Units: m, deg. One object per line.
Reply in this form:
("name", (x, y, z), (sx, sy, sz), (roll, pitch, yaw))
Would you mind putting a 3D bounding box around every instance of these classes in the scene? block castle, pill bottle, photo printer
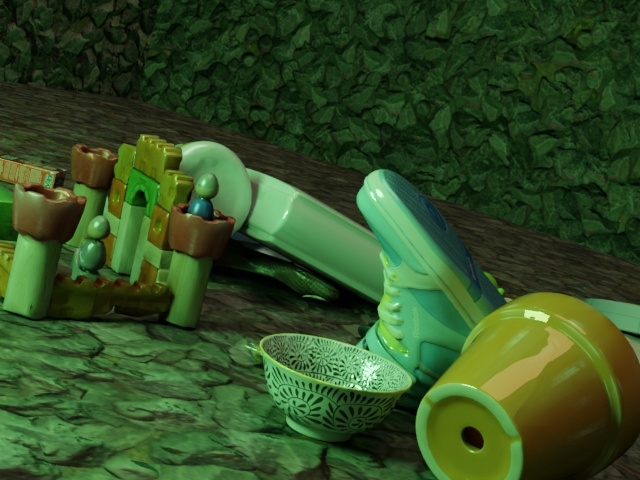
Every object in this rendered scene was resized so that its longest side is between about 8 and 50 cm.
("block castle", (-0.338, -0.053, 1.541), (0.303, 0.212, 0.453), (8, 12, -35))
("pill bottle", (-0.246, -0.073, 1.812), (0.162, 0.162, 0.278), (7, -4, -37))
("photo printer", (0.000, 0.000, 1.855), (0.307, 0.107, 0.256), (30, -2, -31))

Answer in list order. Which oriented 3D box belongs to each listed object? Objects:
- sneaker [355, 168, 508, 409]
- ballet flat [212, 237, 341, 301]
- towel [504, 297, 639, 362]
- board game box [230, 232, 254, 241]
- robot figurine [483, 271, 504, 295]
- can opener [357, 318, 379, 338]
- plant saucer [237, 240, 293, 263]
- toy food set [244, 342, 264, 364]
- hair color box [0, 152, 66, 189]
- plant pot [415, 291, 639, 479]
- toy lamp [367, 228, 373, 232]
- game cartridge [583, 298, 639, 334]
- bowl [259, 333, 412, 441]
("sneaker", (0.092, 0.082, 1.332), (0.319, 0.208, 0.127), (52, 19, -20))
("ballet flat", (-0.085, 0.052, 1.810), (0.250, 0.058, 0.084), (23, -6, 13))
("towel", (0.435, 0.182, 1.817), (0.332, 0.053, 0.317), (16, 9, 2))
("board game box", (-0.195, -0.034, 2.078), (0.160, 0.039, 0.211), (6, 5, -41))
("robot figurine", (0.283, 0.092, 2.053), (0.101, 0.067, 0.115), (33, 17, 24))
("can opener", (0.135, 0.143, 1.598), (0.186, 0.073, 0.059), (12, 13, 44))
("plant saucer", (-0.102, 0.029, 1.977), (0.119, 0.021, 0.119), (14, 11, -3))
("toy food set", (-0.049, 0.149, 1.411), (0.078, 0.019, 0.122), (19, 3, 22))
("hair color box", (-0.563, -0.129, 2.125), (0.141, 0.043, 0.072), (15, 9, 1))
("plant pot", (0.205, 0.178, 1.168), (0.205, 0.205, 0.188), (22, 28, 35))
("toy lamp", (0.104, 0.034, 2.088), (0.080, 0.080, 0.275), (10, 11, -24))
("game cartridge", (0.600, 0.157, 2.010), (0.198, 0.062, 0.297), (13, -2, -16))
("bowl", (0.008, 0.167, 1.209), (0.170, 0.080, 0.170), (14, 9, -2))
